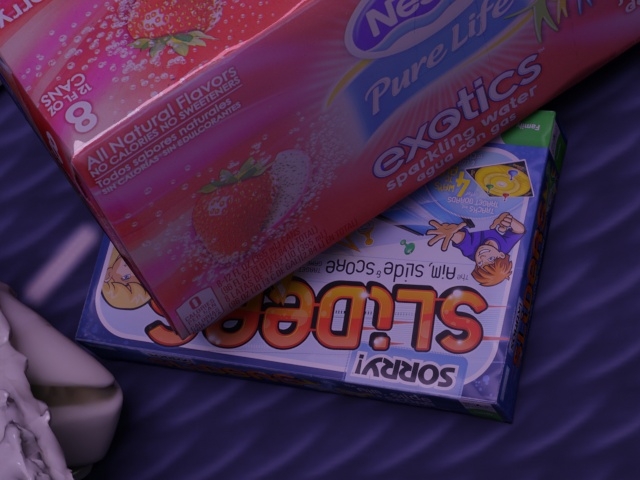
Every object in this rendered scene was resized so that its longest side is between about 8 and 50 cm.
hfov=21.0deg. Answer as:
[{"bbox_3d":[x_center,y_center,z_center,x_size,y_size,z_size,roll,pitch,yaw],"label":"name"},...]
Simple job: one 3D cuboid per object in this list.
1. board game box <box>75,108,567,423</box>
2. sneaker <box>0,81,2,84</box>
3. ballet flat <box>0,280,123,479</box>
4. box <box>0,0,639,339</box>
[{"bbox_3d":[0.000,0.000,0.781,0.201,0.035,0.136,6,72,20],"label":"board game box"},{"bbox_3d":[-0.224,-0.100,0.847,0.090,0.115,0.232,34,83,26],"label":"sneaker"},{"bbox_3d":[-0.130,0.113,0.721,0.147,0.147,0.409,-37,44,2],"label":"ballet flat"},{"bbox_3d":[0.012,-0.118,0.728,0.300,0.142,0.154,-33,55,-6],"label":"box"}]
